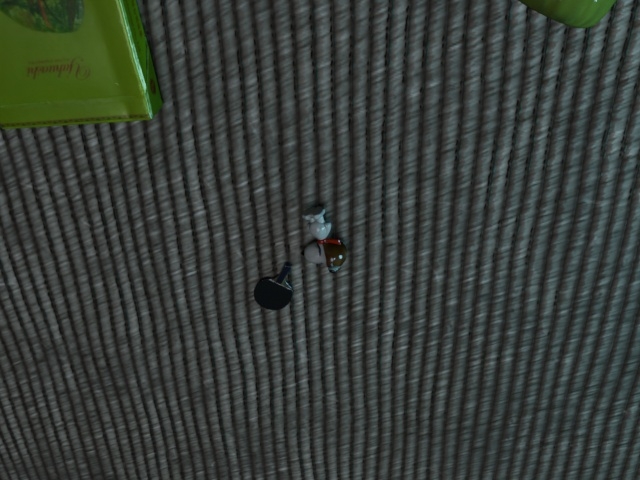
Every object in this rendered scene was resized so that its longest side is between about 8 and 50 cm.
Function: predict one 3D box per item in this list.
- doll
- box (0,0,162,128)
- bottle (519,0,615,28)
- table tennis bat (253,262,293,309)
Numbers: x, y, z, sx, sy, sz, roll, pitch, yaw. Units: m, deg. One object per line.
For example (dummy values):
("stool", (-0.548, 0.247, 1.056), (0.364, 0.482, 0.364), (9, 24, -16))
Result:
("doll", (0.006, -0.002, 0.903), (0.058, 0.040, 0.085), (14, 126, 11))
("box", (-0.290, -0.276, 0.751), (0.186, 0.047, 0.335), (-2, 123, 9))
("bottle", (0.252, -0.313, 0.607), (0.112, 0.112, 0.260), (23, 124, -8))
("table tennis bat", (-0.058, 0.061, 0.971), (0.050, 0.007, 0.083), (23, 126, -8))
